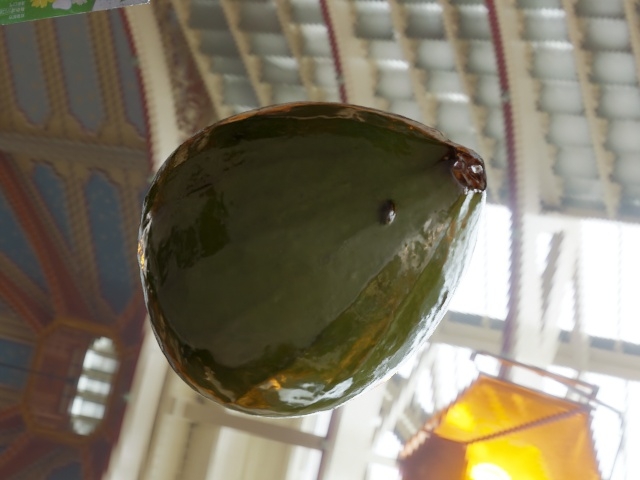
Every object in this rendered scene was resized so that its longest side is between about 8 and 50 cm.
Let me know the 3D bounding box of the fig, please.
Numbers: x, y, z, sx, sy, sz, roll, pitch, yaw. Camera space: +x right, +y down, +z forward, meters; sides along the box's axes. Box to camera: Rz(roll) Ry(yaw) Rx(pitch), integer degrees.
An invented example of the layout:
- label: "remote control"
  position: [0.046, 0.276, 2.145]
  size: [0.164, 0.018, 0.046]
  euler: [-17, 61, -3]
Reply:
- label: "fig"
  position: [0.000, 0.000, 0.946]
  size: [0.225, 0.203, 0.203]
  euler: [-30, -119, 33]

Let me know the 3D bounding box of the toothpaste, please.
- label: "toothpaste"
  position: [-0.249, -0.238, 1.417]
  size: [0.043, 0.178, 0.037]
  euler: [36, -50, 44]
